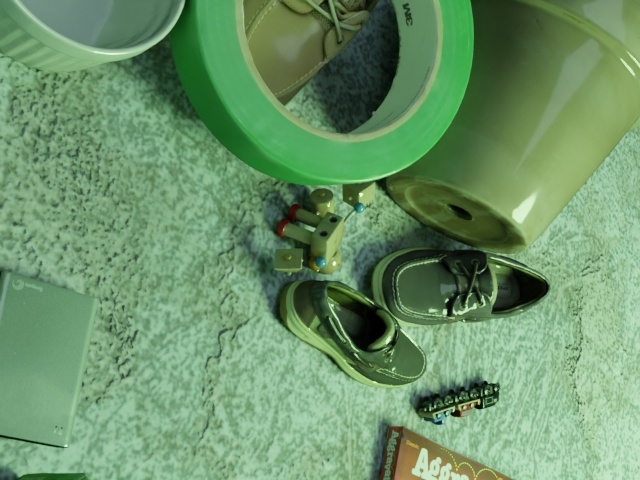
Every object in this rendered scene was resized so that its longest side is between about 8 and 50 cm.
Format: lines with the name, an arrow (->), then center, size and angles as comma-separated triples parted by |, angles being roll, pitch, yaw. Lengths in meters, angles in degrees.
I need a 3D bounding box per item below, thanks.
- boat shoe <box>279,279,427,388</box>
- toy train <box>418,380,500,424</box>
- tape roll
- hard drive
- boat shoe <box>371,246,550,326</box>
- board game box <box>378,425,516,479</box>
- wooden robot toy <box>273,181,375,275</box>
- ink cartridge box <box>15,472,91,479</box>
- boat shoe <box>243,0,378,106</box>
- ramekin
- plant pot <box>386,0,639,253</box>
boat shoe -> 0.052, 0.108, 1.061 | 0.223, 0.073, 0.080 | 34, 59, -34
toy train -> 0.178, 0.207, 1.197 | 0.158, 0.027, 0.036 | -4, 94, -45
tape roll -> 0.008, -0.218, 0.969 | 0.321, 0.077, 0.321 | 0, 90, -28
hard drive -> -0.248, 0.102, 0.807 | 0.094, 0.022, 0.135 | 23, 65, -39
boat shoe -> 0.184, 0.055, 1.187 | 0.285, 0.092, 0.102 | 5, 79, -43
board game box -> 0.171, 0.341, 1.159 | 0.281, 0.027, 0.145 | 31, 59, -36
wooden robot toy -> 0.000, 0.000, 1.059 | 0.173, 0.076, 0.079 | -54, 153, -37
ink cartridge box -> -0.259, 0.329, 0.678 | 0.278, 0.117, 0.201 | -32, 103, -44
boat shoe -> -0.006, -0.268, 1.063 | 0.121, 0.110, 0.341 | 49, 52, -25
ramekin -> -0.233, -0.249, 0.841 | 0.207, 0.109, 0.207 | 13, 72, -42
plant pot -> 0.226, -0.147, 1.154 | 0.323, 0.323, 0.280 | 36, 74, -33
